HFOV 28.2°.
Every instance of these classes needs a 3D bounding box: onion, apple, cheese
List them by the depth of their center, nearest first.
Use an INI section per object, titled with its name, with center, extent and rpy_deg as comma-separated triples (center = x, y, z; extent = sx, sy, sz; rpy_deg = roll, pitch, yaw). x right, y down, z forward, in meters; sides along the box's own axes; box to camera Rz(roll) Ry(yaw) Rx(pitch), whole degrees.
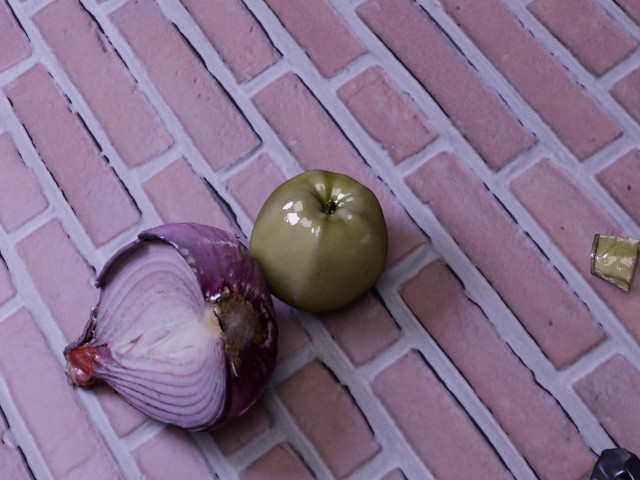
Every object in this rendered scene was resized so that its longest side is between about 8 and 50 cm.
[cheese]
center = 0.377, 0.035, 1.646
extent = 0.060, 0.041, 0.084
rpy_deg = 11, 51, 10
[apple]
center = 0.000, 0.000, 1.674
extent = 0.200, 0.200, 0.200
rpy_deg = -5, 63, 10
[onion]
center = -0.187, 0.115, 1.676
extent = 0.349, 0.159, 0.267
rpy_deg = -14, 89, 44

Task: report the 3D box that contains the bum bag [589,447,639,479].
[bum bag]
center = 0.470, 0.313, 1.449
extent = 0.340, 0.095, 0.144
rpy_deg = 6, 35, 14
